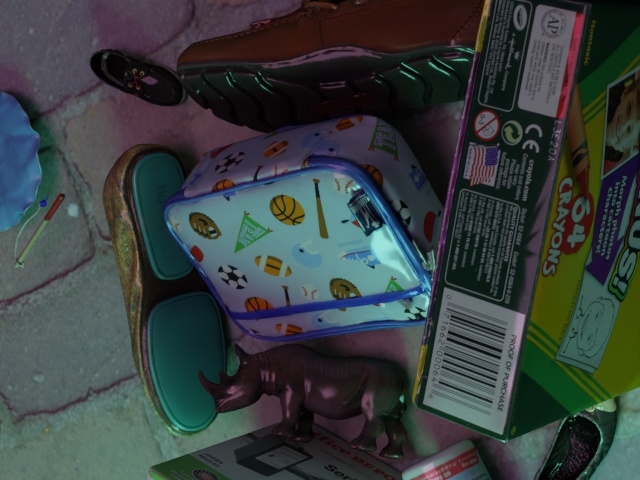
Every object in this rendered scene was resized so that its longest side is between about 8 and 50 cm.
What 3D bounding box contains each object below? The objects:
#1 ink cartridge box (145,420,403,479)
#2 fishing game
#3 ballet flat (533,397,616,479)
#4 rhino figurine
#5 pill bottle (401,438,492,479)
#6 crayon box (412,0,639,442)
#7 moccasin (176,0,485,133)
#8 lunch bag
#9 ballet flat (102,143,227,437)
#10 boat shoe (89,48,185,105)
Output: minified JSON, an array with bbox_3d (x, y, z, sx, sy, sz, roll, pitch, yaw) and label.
[{"bbox_3d":[-0.040,0.303,1.629,0.198,0.273,0.115,26,111,29],"label":"ink cartridge box"},{"bbox_3d":[-0.417,-0.100,1.964,0.264,0.041,0.189,54,124,25],"label":"fishing game"},{"bbox_3d":[0.257,0.219,1.538,0.057,0.049,0.173,30,115,27],"label":"ballet flat"},{"bbox_3d":[-0.019,0.169,1.670,0.243,0.073,0.106,9,78,12],"label":"rhino figurine"},{"bbox_3d":[0.157,0.298,1.601,0.087,0.087,0.160,-33,80,35],"label":"pill bottle"},{"bbox_3d":[0.233,-0.034,1.332,0.106,0.313,0.363,19,107,35],"label":"crayon box"},{"bbox_3d":[0.020,-0.206,1.570,0.380,0.139,0.147,-10,52,33],"label":"moccasin"},{"bbox_3d":[0.000,0.000,1.601,0.303,0.115,0.243,-8,124,38],"label":"lunch bag"},{"bbox_3d":[-0.189,0.058,1.797,0.123,0.123,0.348,-6,96,36],"label":"ballet flat"},{"bbox_3d":[-0.219,-0.193,1.803,0.133,0.042,0.049,27,111,27],"label":"boat shoe"}]
